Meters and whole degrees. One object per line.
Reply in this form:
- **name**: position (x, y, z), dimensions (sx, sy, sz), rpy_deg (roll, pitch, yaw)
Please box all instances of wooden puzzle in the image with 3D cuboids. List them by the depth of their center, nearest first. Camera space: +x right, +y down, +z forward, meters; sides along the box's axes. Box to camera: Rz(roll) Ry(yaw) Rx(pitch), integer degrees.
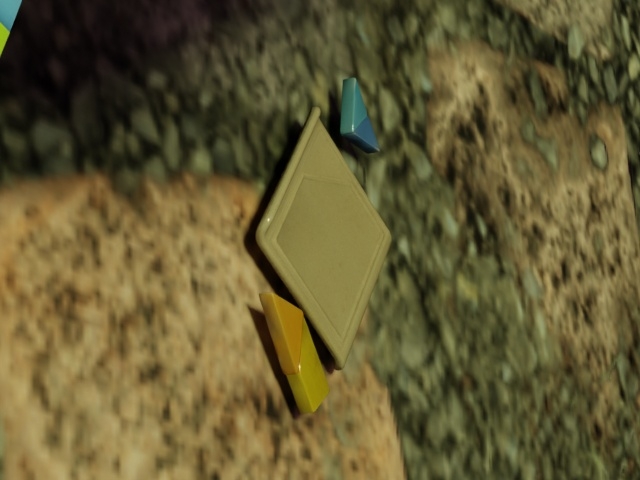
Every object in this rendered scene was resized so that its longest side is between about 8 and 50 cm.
- **wooden puzzle**: position (0.000, 0.000, 0.711), dimensions (0.079, 0.014, 0.116), rpy_deg (66, 33, -28)

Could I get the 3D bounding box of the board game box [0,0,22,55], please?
- **board game box**: position (-0.207, -0.074, 0.327), dimensions (0.347, 0.078, 0.233), rpy_deg (49, 42, -40)
